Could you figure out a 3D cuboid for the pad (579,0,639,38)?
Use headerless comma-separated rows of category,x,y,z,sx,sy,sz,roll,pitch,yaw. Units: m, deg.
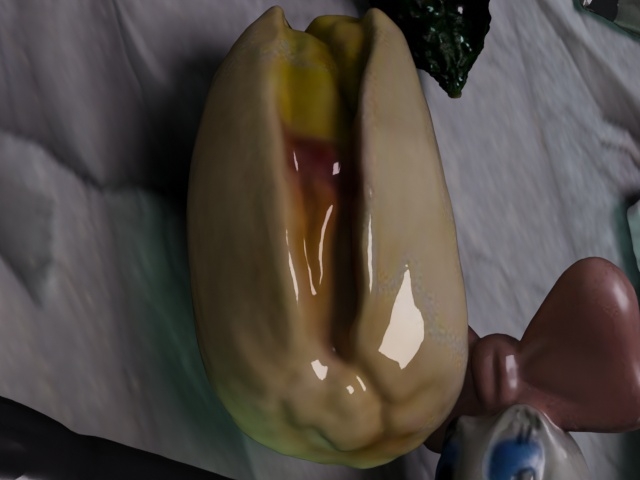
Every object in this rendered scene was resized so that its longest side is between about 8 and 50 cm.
pad,0.220,-0.234,1.087,0.174,0.022,0.233,19,71,-47

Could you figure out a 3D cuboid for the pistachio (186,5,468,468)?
pistachio,0.000,0.000,0.731,0.145,0.117,0.201,70,11,-77

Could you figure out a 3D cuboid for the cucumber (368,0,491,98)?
cucumber,0.020,-0.203,0.815,0.072,0.072,0.300,-50,122,-41

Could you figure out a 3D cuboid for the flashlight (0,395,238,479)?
flashlight,0.012,0.140,0.609,0.424,0.103,0.103,21,66,-19

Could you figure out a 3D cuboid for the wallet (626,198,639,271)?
wallet,0.253,0.006,1.079,0.183,0.032,0.124,-29,106,-46

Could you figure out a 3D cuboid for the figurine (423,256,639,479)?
figurine,0.112,0.225,0.787,0.193,0.154,0.421,-33,111,-49
